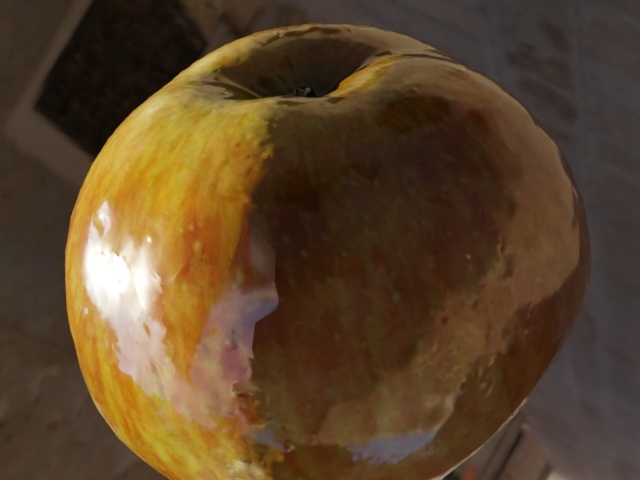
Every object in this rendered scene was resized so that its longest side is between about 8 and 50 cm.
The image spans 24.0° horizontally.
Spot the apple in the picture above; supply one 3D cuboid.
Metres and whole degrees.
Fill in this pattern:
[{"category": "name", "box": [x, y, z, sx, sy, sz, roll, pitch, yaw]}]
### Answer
[{"category": "apple", "box": [0.000, 0.000, 0.861, 0.277, 0.309, 0.250, -6, 135, 31]}]
